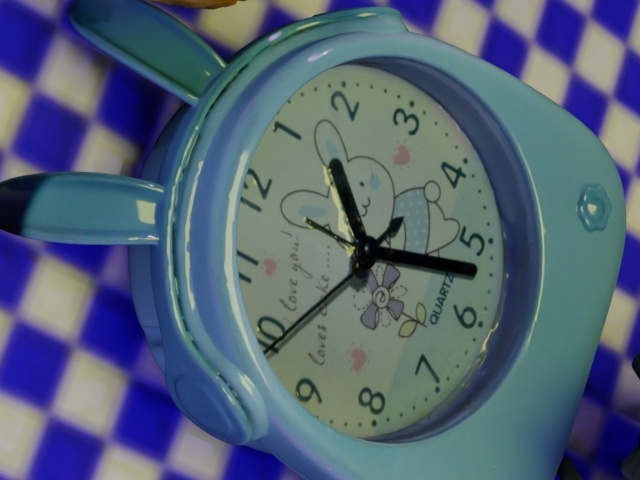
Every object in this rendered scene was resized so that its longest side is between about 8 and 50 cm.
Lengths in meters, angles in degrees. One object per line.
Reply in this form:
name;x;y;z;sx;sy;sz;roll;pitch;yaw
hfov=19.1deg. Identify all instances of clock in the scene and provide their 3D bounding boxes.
clock;0.001;0.000;0.423;0.147;0.045;0.108;31;69;-31

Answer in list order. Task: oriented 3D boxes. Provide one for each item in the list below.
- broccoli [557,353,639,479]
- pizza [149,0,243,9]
broccoli;0.104;0.102;0.459;0.160;0.167;0.154;-31;75;-6
pizza;-0.039;-0.074;0.405;0.078;0.025;0.083;34;29;7
